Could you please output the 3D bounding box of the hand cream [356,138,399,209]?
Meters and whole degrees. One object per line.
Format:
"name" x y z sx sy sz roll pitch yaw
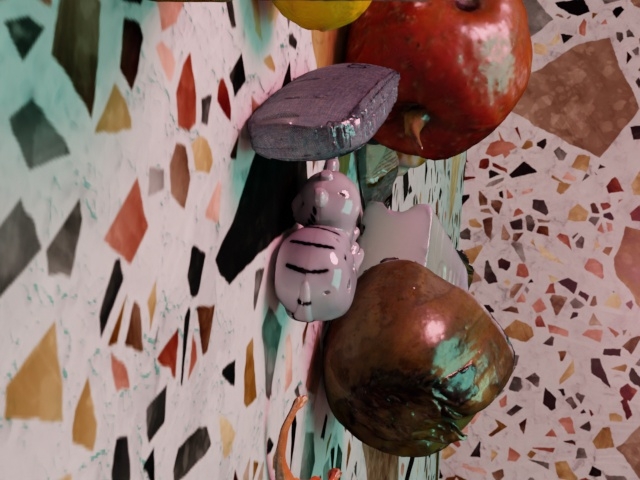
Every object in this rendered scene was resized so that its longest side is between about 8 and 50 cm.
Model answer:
"hand cream" 0.082 -0.097 1.436 0.075 0.052 0.248 -50 158 -24

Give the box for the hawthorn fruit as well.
"hawthorn fruit" 0.145 -0.240 1.245 0.261 0.258 0.258 -57 164 -2

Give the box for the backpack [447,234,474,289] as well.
"backpack" 0.192 0.078 1.780 0.258 0.133 0.206 36 67 -67

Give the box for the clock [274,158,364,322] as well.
"clock" -0.001 0.000 1.020 0.176 0.080 0.117 -73 162 -47

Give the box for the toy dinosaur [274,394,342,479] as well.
"toy dinosaur" -0.020 0.288 1.075 0.101 0.055 0.279 -20 118 -51

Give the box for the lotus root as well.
"lotus root" 0.111 0.176 1.238 0.192 0.272 0.272 -57 149 -54

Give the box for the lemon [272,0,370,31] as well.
"lemon" -0.002 -0.260 0.868 0.155 0.114 0.114 75 23 -51

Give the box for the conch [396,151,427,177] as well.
"conch" 0.165 -0.223 1.512 0.149 0.183 0.274 -6 -114 66

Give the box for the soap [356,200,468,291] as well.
"soap" 0.150 0.098 1.505 0.347 0.115 0.208 49 49 -61

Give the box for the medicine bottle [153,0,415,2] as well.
"medicine bottle" -0.008 -0.265 0.581 0.238 0.232 0.237 5 90 -77

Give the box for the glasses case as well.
"glasses case" 0.011 -0.133 0.964 0.282 0.109 0.067 -52 139 -66
